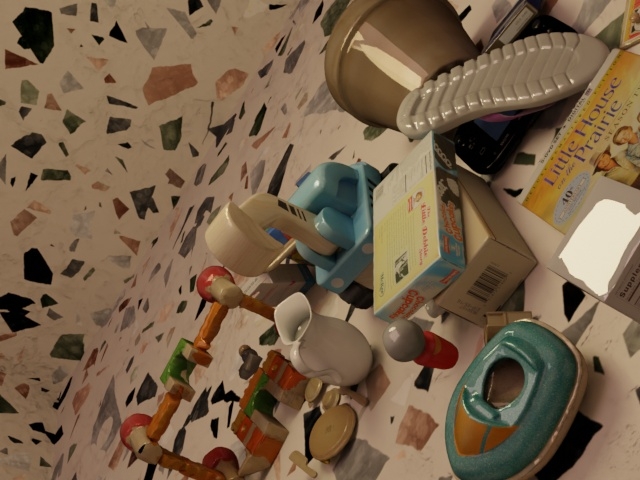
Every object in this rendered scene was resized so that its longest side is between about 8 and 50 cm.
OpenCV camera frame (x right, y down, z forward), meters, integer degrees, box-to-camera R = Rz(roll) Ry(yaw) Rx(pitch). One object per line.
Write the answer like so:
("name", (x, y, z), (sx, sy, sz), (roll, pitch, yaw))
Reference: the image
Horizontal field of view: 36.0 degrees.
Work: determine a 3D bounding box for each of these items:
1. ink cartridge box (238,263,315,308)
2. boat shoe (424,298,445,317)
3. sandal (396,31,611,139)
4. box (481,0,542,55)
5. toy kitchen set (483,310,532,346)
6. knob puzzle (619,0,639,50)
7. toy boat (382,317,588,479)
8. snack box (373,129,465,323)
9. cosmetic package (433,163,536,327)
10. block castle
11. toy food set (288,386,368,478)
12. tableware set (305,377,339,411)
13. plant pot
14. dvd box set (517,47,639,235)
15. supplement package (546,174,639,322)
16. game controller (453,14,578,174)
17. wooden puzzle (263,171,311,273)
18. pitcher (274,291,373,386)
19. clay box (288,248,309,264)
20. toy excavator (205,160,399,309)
("ink cartridge box", (-0.115, 0.108, 2.354), (0.104, 0.181, 0.061), (-48, 58, 33))
("boat shoe", (0.208, 0.073, 1.862), (0.063, 0.066, 0.184), (-50, 35, 27))
("sandal", (0.337, -0.271, 1.798), (0.416, 0.102, 0.169), (-11, 49, 33))
("box", (0.391, -0.439, 1.987), (0.136, 0.036, 0.225), (-50, 4, 28))
("toy kitchen set", (0.303, 0.167, 1.584), (0.068, 0.075, 0.083), (-85, -9, -48))
("knob puzzle", (0.578, -0.428, 1.641), (0.213, 0.030, 0.213), (-47, 27, 33))
("toy boat", (0.226, 0.215, 1.463), (0.318, 0.148, 0.267), (33, 97, 49))
("snack box", (0.170, -0.026, 1.753), (0.187, 0.060, 0.322), (-46, 29, 38))
("cosmetic package", (0.255, -0.003, 1.770), (0.160, 0.113, 0.309), (-55, 25, 20))
("block castle", (-0.216, 0.315, 2.194), (0.453, 0.303, 0.213), (-63, 21, -2))
("toy food set", (0.027, 0.382, 1.951), (0.192, 0.038, 0.132), (-54, 27, -6))
("tableware set", (0.024, 0.287, 2.073), (0.168, 0.020, 0.141), (-61, 23, 2))
("plant pot", (0.208, -0.343, 2.053), (0.323, 0.323, 0.280), (-57, 40, 16))
("dvd box set", (0.481, -0.112, 1.462), (0.307, 0.062, 0.420), (-58, 23, 10))
("supplement package", (0.423, 0.043, 1.177), (0.139, 0.244, 0.134), (-60, 23, 6))
("game controller", (0.372, -0.275, 1.874), (0.319, 0.067, 0.166), (-57, 23, 16))
("wooden puzzle", (-0.049, -0.073, 2.329), (0.348, 0.080, 0.322), (-39, 12, -2))
("pitcher", (0.009, 0.220, 1.912), (0.125, 0.207, 0.178), (-32, 38, 26))
("clay box", (0.000, 0.000, 2.396), (0.127, 0.053, 0.222), (-66, 22, -8))
("toy excavator", (-0.014, -0.031, 1.945), (0.222, 0.445, 0.433), (-49, 26, 31))
